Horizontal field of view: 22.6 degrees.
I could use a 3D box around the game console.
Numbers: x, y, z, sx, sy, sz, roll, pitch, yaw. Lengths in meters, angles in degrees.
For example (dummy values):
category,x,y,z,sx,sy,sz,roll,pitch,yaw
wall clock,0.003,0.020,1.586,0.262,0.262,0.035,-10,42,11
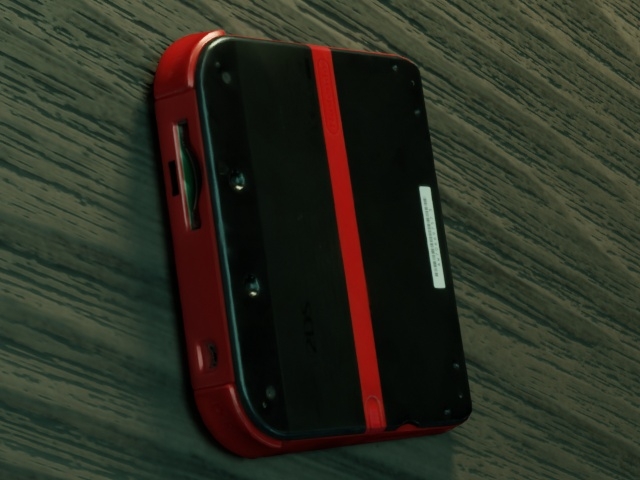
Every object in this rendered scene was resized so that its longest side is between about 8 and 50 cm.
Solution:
category,x,y,z,sx,sy,sz,roll,pitch,yaw
game console,0.000,0.000,1.504,0.342,0.060,0.386,1,78,-49
